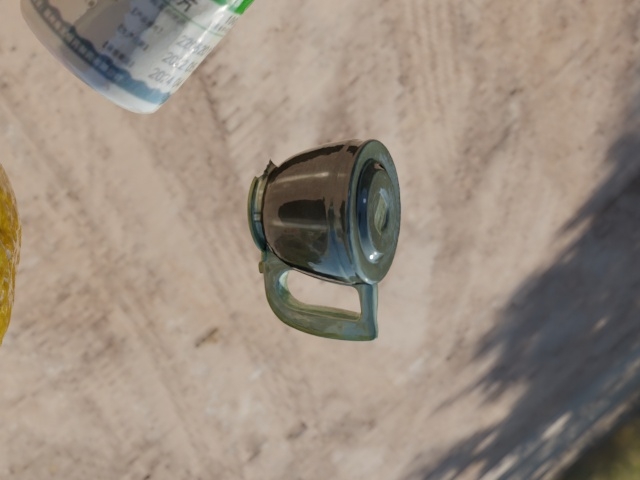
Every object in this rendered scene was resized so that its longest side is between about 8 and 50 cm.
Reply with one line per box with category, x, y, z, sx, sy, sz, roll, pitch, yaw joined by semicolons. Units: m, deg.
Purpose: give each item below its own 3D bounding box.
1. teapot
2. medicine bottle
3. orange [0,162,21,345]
teapot;-0.003;-0.003;0.893;0.092;0.091;0.124;32;63;-61
medicine bottle;-0.103;-0.220;1.042;0.237;0.139;0.139;-45;162;14
orange;-0.287;0.017;0.738;0.264;0.264;0.264;-38;161;-15
